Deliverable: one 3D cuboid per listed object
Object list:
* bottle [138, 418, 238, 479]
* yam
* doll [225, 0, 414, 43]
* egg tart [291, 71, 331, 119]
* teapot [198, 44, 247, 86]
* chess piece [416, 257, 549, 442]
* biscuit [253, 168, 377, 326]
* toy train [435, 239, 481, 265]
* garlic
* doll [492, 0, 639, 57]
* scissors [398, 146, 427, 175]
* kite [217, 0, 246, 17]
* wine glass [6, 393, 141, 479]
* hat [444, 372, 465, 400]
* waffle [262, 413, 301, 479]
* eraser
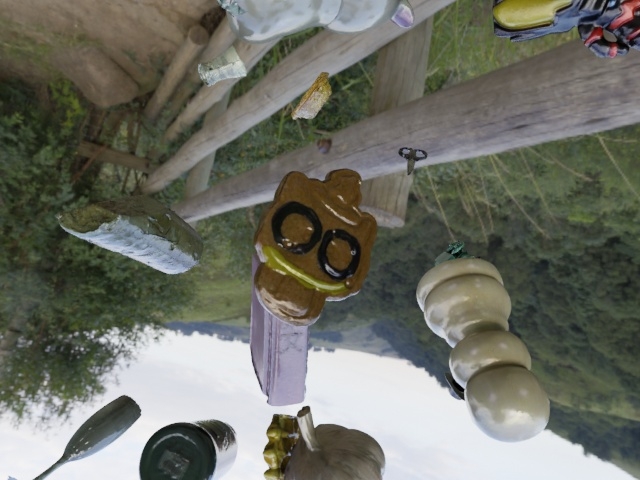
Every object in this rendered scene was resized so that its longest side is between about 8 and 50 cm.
[{"bbox_3d":[-0.262,0.458,0.991,0.144,0.144,0.336,9,162,4],"label":"bottle"},{"bbox_3d":[-0.269,-0.017,0.687,0.106,0.106,0.259,8,165,10],"label":"yam"},{"bbox_3d":[-0.024,-0.474,0.822,0.370,0.215,0.226,-15,-156,-26],"label":"doll"},{"bbox_3d":[-0.021,-0.461,1.499,0.074,0.191,0.191,37,164,-10],"label":"egg tart"},{"bbox_3d":[-0.182,-0.315,0.841,0.083,0.057,0.067,-25,-158,-3],"label":"teapot"},{"bbox_3d":[0.277,0.182,0.773,0.167,0.299,0.167,-3,130,-4],"label":"chess piece"},{"bbox_3d":[0.000,0.000,0.756,0.208,0.290,0.041,31,161,-19],"label":"biscuit"},{"bbox_3d":[0.337,0.052,1.151,0.070,0.099,0.172,48,-173,3],"label":"toy train"},{"bbox_3d":[0.000,0.416,0.880,0.219,0.212,0.218,-29,-172,4],"label":"garlic"},{"bbox_3d":[0.319,-0.310,0.578,0.249,0.127,0.088,31,175,22],"label":"doll"},{"bbox_3d":[0.322,-0.281,1.629,0.109,0.022,0.300,11,-152,9],"label":"scissors"},{"bbox_3d":[-0.105,-0.248,0.446,0.229,0.012,0.250,-5,-167,0],"label":"kite"},{"bbox_3d":[-0.364,0.313,0.702,0.066,0.066,0.198,5,-159,26],"label":"wine glass"},{"bbox_3d":[0.444,0.481,1.485,0.121,0.050,0.121,22,-158,-10],"label":"hat"},{"bbox_3d":[-0.078,0.494,0.995,0.057,0.219,0.229,-1,158,12],"label":"waffle"},{"bbox_3d":[-0.121,0.240,1.300,0.122,0.359,0.272,-3,-160,-22],"label":"eraser"}]
